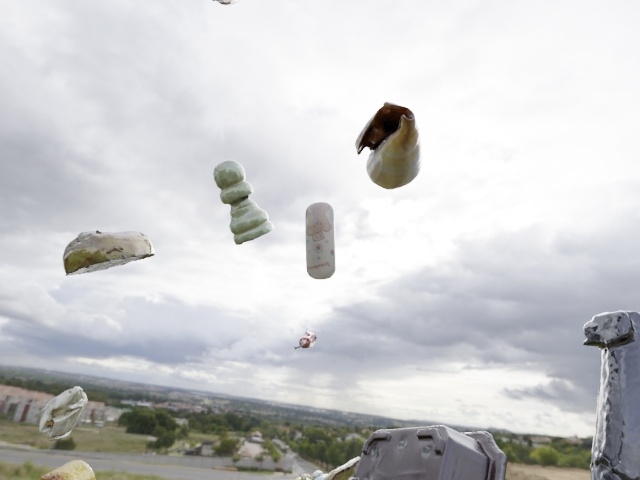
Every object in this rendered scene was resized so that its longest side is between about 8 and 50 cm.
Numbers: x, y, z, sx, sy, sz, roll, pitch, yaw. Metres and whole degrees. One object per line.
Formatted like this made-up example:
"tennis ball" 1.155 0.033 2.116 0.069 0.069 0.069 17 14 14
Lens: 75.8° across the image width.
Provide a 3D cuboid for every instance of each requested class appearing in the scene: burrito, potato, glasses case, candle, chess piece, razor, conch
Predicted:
"burrito" -0.465 0.309 0.738 0.059 0.082 0.275 42 -37 -13
"potato" -0.458 0.018 0.890 0.164 0.080 0.200 -17 -2 16
"glasses case" 0.000 0.000 1.064 0.081 0.204 0.051 -3 -8 5
"candle" -0.047 0.309 1.266 0.048 0.053 0.162 -4 -8 8
"chess piece" -0.243 -0.120 1.223 0.133 0.243 0.133 -21 12 5
"razor" 0.521 0.278 0.654 0.189 0.326 0.107 25 -30 -10
"conch" 0.171 -0.216 0.904 0.158 0.127 0.255 50 -20 10

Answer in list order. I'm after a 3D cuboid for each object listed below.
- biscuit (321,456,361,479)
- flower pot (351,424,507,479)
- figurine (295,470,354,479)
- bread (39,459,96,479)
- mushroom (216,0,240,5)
"biscuit" 0.027 0.406 0.699 0.018 0.071 0.147 42 10 29
"flower pot" 0.131 0.345 0.593 0.084 0.178 0.251 39 -38 -11
"figurine" 0.000 0.683 1.101 0.155 0.127 0.235 31 -56 9
"bread" -0.556 0.603 0.883 0.102 0.245 0.094 11 7 15
"mushroom" -0.096 -0.288 0.355 0.208 0.232 0.302 -23 -10 32
